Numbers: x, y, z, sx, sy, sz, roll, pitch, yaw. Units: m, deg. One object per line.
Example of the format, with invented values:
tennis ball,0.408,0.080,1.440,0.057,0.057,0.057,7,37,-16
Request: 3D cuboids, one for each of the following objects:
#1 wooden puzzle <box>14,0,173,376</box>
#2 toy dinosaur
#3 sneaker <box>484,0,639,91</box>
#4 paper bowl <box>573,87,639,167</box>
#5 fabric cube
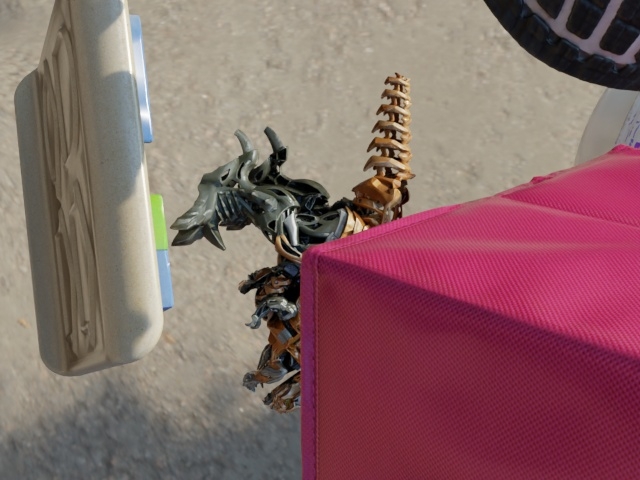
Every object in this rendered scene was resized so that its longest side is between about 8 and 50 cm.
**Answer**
wooden puzzle,-0.200,-0.045,0.934,0.080,0.348,0.322,-5,83,-25
toy dinosaur,0.000,0.000,0.989,0.218,0.164,0.322,29,83,13
sneaker,0.122,-0.202,0.626,0.300,0.121,0.111,39,126,10
paper bowl,0.339,-0.067,0.949,0.284,0.148,0.284,-26,129,-37
fabric cube,0.170,0.119,0.428,0.259,0.258,0.254,-19,115,-42
